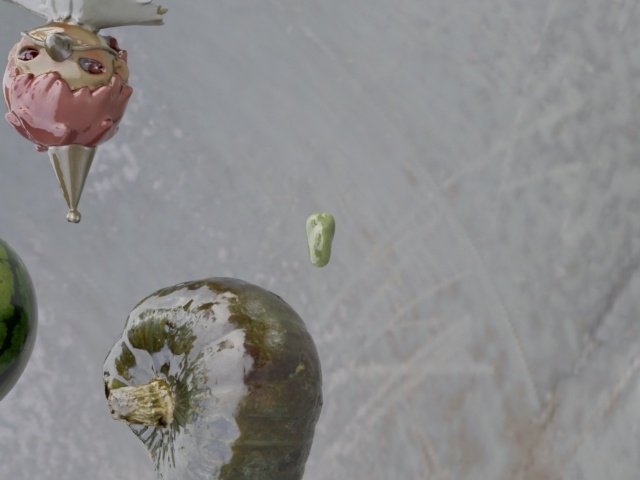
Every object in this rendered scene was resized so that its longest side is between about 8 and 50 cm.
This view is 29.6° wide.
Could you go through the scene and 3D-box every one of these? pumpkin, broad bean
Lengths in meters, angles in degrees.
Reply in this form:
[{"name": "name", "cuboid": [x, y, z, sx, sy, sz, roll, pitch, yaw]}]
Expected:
[{"name": "pumpkin", "cuboid": [-0.134, 0.161, 1.473, 0.325, 0.242, 0.232, 44, 123, 36]}, {"name": "broad bean", "cuboid": [0.000, 0.000, 1.799, 0.063, 0.045, 0.083, 120, 153, -72]}]

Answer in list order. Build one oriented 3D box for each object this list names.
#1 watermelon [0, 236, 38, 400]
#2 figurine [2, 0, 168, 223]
[{"name": "watermelon", "cuboid": [-0.487, 0.093, 1.467, 0.285, 0.285, 0.285, -163, 90, -74]}, {"name": "figurine", "cuboid": [-0.294, -0.217, 1.416, 0.166, 0.207, 0.387, 180, 100, -88]}]
